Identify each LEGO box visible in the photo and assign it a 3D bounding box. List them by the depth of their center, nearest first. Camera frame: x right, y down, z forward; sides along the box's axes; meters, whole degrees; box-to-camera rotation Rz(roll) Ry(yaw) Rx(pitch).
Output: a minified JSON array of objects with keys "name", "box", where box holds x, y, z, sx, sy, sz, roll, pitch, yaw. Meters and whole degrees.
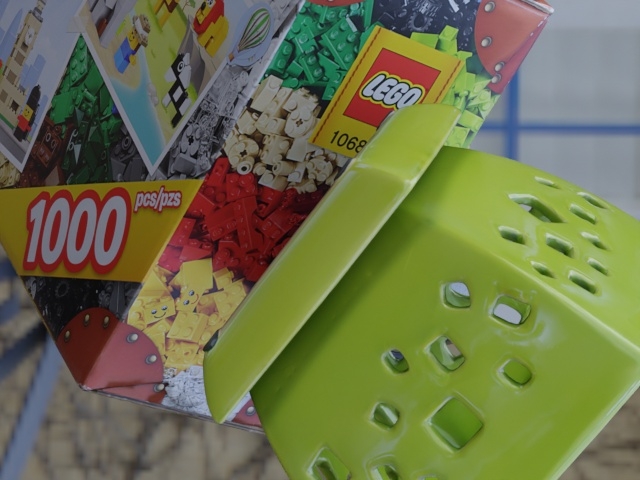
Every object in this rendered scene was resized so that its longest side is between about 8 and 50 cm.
[{"name":"LEGO box","box":[-0.102,-0.152,1.404,0.372,0.193,0.500,-59,-142,17]}]

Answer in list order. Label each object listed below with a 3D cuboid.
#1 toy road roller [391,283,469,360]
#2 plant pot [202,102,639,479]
[{"name":"toy road roller","box":[0.000,0.000,1.759,0.202,0.329,0.240,134,-49,-71]},{"name":"plant pot","box":[0.067,0.055,1.129,0.227,0.207,0.228,-52,-179,21]}]
